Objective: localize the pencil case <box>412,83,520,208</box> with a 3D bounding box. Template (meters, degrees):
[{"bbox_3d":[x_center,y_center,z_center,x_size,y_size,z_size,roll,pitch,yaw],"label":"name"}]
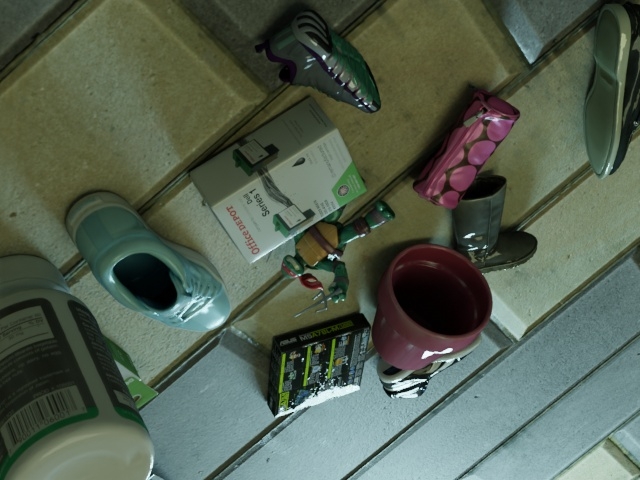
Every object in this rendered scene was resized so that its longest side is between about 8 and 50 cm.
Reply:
[{"bbox_3d":[0.231,-0.146,1.865,0.209,0.095,0.098,-59,170,24],"label":"pencil case"}]

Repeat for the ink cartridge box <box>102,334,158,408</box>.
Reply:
[{"bbox_3d":[-0.365,0.215,1.836,0.109,0.062,0.209,-37,141,3],"label":"ink cartridge box"}]

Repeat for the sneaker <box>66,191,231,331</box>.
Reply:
[{"bbox_3d":[-0.240,0.076,1.714,0.135,0.150,0.366,-40,140,8],"label":"sneaker"}]

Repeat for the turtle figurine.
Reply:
[{"bbox_3d":[0.000,0.000,1.838,0.175,0.118,0.234,43,100,-9],"label":"turtle figurine"}]

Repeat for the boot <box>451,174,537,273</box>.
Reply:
[{"bbox_3d":[0.314,-0.037,2.057,0.190,0.076,0.208,-21,132,-19],"label":"boot"}]

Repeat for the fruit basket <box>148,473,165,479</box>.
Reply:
[{"bbox_3d":[-0.402,0.524,2.022,0.327,0.165,0.353,-28,159,-7],"label":"fruit basket"}]

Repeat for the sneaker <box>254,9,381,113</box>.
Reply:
[{"bbox_3d":[0.000,-0.243,1.637,0.098,0.083,0.224,-23,143,23],"label":"sneaker"}]

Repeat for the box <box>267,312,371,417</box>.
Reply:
[{"bbox_3d":[-0.004,0.231,2.117,0.184,0.045,0.190,-14,137,-20],"label":"box"}]

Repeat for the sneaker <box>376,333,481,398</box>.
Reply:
[{"bbox_3d":[0.218,0.241,2.262,0.217,0.079,0.121,-22,143,-2],"label":"sneaker"}]

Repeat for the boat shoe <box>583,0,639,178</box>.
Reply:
[{"bbox_3d":[0.520,-0.251,1.930,0.113,0.127,0.340,-12,127,-8],"label":"boat shoe"}]

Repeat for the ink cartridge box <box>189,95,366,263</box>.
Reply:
[{"bbox_3d":[-0.062,-0.087,1.717,0.219,0.092,0.160,-33,140,-2],"label":"ink cartridge box"}]

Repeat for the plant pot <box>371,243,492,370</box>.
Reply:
[{"bbox_3d":[0.181,0.134,2.047,0.201,0.201,0.180,-9,150,-28],"label":"plant pot"}]

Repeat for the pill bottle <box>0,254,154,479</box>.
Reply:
[{"bbox_3d":[-0.380,0.197,1.572,0.204,0.361,0.204,-19,138,-18],"label":"pill bottle"}]
